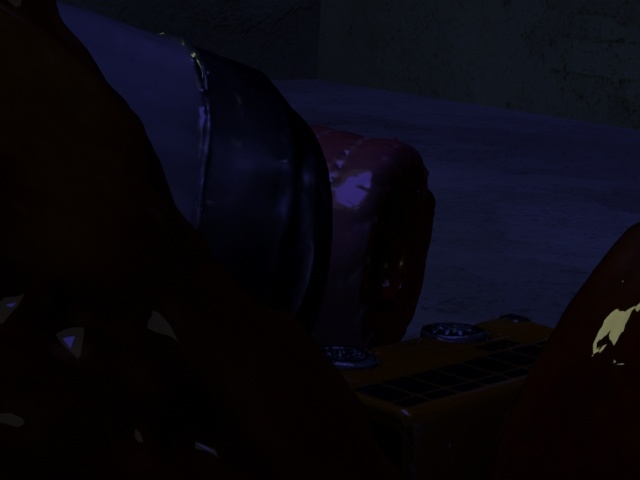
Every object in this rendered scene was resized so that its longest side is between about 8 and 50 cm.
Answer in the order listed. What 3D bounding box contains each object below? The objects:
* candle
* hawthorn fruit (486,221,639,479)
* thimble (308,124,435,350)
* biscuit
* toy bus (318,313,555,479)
[{"bbox_3d":[-0.178,-0.025,0.917,0.342,0.221,0.221,16,3,-29],"label":"candle"},{"bbox_3d":[0.185,0.105,0.527,0.284,0.284,0.284,3,10,-1],"label":"hawthorn fruit"},{"bbox_3d":[-0.002,0.006,1.292,0.125,0.163,0.189,7,24,18],"label":"thimble"},{"bbox_3d":[-0.162,0.065,0.456,0.342,0.166,0.395,52,28,15],"label":"biscuit"},{"bbox_3d":[0.073,0.102,0.950,0.114,0.098,0.201,15,16,42],"label":"toy bus"}]
